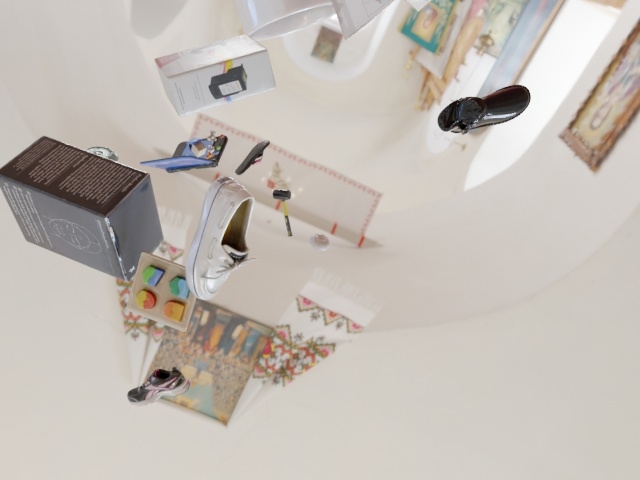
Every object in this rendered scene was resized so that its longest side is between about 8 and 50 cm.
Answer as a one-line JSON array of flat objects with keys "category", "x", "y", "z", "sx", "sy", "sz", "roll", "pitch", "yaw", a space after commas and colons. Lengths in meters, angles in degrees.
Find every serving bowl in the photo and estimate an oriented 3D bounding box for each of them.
[{"category": "serving bowl", "x": 0.000, "y": 0.000, "z": 2.136, "sx": 0.083, "sy": 0.027, "sz": 0.083, "roll": 15, "pitch": -140, "yaw": -13}]

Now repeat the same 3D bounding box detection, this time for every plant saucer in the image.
[{"category": "plant saucer", "x": -0.715, "y": -0.276, "z": 1.826, "sx": 0.119, "sy": 0.021, "sz": 0.119, "roll": 8, "pitch": -146, "yaw": -6}]

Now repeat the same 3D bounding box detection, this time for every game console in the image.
[{"category": "game console", "x": -0.587, "y": -0.390, "z": 2.447, "sx": 0.293, "sy": 0.173, "sz": 0.250, "roll": -2, "pitch": -124, "yaw": 29}]

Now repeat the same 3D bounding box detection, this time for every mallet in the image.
[{"category": "mallet", "x": -0.133, "y": -0.100, "z": 2.025, "sx": 0.062, "sy": 0.189, "sz": 0.039, "roll": 13, "pitch": -144, "yaw": 21}]

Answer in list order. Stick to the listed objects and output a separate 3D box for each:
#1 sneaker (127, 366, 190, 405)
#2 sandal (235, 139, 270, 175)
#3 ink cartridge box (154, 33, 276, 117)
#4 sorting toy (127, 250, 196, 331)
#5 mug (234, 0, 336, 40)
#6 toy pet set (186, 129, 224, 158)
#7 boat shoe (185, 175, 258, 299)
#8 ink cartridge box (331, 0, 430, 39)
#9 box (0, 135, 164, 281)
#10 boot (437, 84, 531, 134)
[{"category": "sneaker", "x": -0.447, "y": 0.387, "z": 1.540, "sx": 0.178, "sy": 0.077, "sz": 0.072, "roll": -19, "pitch": -159, "yaw": 6}, {"category": "sandal", "x": -0.251, "y": -0.308, "z": 2.136, "sx": 0.040, "sy": 0.179, "sz": 0.067, "roll": 45, "pitch": 170, "yaw": -34}, {"category": "ink cartridge box", "x": -0.182, "y": -0.289, "z": 0.978, "sx": 0.175, "sy": 0.072, "sz": 0.127, "roll": -21, "pitch": -143, "yaw": -14}, {"category": "sorting toy", "x": -0.460, "y": 0.153, "z": 1.653, "sx": 0.193, "sy": 0.208, "sz": 0.038, "roll": 20, "pitch": -162, "yaw": 3}, {"category": "mug", "x": -0.081, "y": -0.739, "z": 1.483, "sx": 0.276, "sy": 0.328, "sz": 0.374, "roll": -6, "pitch": -163, "yaw": 46}, {"category": "toy pet set", "x": -0.418, "y": -0.347, "z": 2.026, "sx": 0.114, "sy": 0.122, "sz": 0.065, "roll": -35, "pitch": -99, "yaw": -33}, {"category": "boat shoe", "x": -0.240, "y": 0.026, "z": 1.485, "sx": 0.156, "sy": 0.367, "sz": 0.136, "roll": 33, "pitch": -153, "yaw": 27}, {"category": "ink cartridge box", "x": 0.124, "y": -0.548, "z": 1.054, "sx": 0.066, "sy": 0.261, "sz": 0.296, "roll": 14, "pitch": -127, "yaw": -47}, {"category": "box", "x": -0.718, "y": -0.097, "z": 1.724, "sx": 0.395, "sy": 0.293, "sz": 0.212, "roll": 21, "pitch": -131, "yaw": 13}, {"category": "boot", "x": 0.442, "y": -0.349, "z": 1.512, "sx": 0.094, "sy": 0.246, "sz": 0.207, "roll": 71, "pitch": -160, "yaw": -4}]
